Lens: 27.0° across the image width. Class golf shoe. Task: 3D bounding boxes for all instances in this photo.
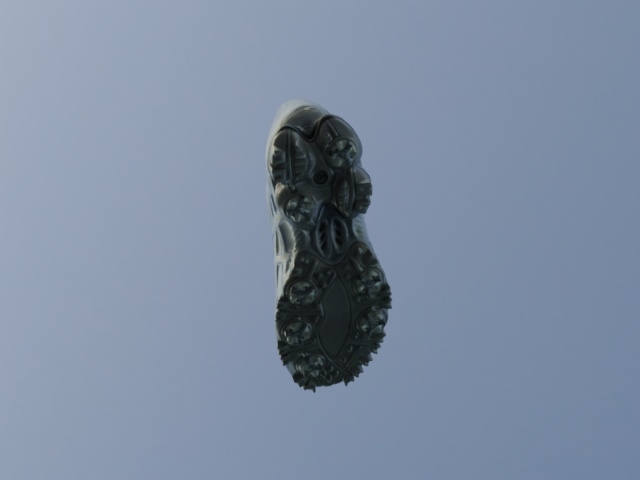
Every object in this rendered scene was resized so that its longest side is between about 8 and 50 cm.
[{"bbox_3d":[0.000,0.000,0.778,0.069,0.086,0.176,-5,-64,-9],"label":"golf shoe"}]
